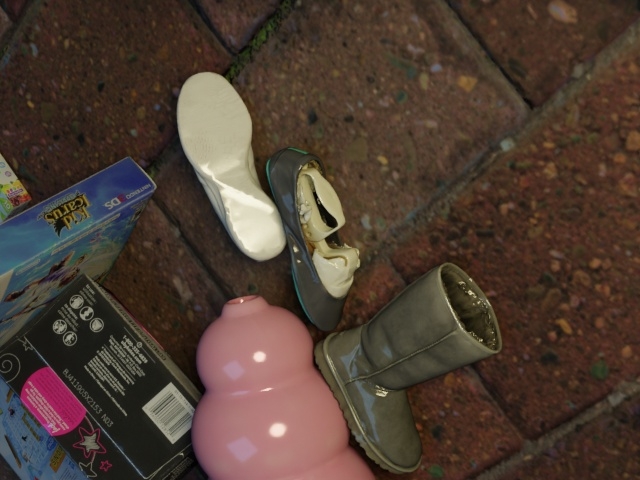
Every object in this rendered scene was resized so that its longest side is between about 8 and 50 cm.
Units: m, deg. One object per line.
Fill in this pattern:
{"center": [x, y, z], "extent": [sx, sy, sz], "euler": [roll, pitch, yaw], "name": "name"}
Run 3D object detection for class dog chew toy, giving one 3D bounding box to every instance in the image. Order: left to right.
{"center": [-0.049, 0.224, 1.402], "extent": [0.206, 0.206, 0.332], "euler": [-4, 101, 42], "name": "dog chew toy"}

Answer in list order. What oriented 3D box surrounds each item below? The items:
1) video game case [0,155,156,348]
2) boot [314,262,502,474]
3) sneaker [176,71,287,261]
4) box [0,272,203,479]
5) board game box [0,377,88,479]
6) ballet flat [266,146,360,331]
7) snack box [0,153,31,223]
{"center": [-0.337, 0.042, 1.494], "extent": [0.061, 0.269, 0.244], "euler": [47, 135, 8], "name": "video game case"}
{"center": [0.108, 0.136, 1.309], "extent": [0.208, 0.076, 0.190], "euler": [-29, 99, 36], "name": "boot"}
{"center": [-0.103, -0.074, 1.377], "extent": [0.094, 0.080, 0.212], "euler": [153, 97, -78], "name": "sneaker"}
{"center": [-0.248, 0.188, 1.547], "extent": [0.247, 0.163, 0.142], "euler": [47, 175, 11], "name": "box"}
{"center": [-0.393, 0.195, 1.770], "extent": [0.318, 0.066, 0.319], "euler": [49, 135, 10], "name": "board game box"}
{"center": [0.000, 0.000, 1.323], "extent": [0.074, 0.074, 0.203], "euler": [-5, 107, 42], "name": "ballet flat"}
{"center": [-0.452, -0.056, 1.707], "extent": [0.100, 0.037, 0.141], "euler": [53, 135, 4], "name": "snack box"}
